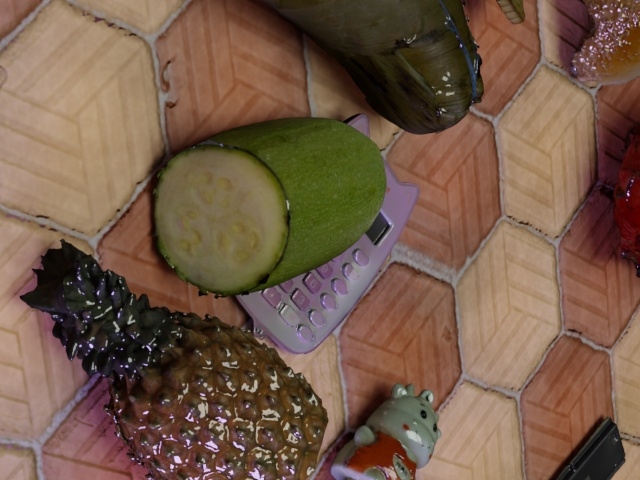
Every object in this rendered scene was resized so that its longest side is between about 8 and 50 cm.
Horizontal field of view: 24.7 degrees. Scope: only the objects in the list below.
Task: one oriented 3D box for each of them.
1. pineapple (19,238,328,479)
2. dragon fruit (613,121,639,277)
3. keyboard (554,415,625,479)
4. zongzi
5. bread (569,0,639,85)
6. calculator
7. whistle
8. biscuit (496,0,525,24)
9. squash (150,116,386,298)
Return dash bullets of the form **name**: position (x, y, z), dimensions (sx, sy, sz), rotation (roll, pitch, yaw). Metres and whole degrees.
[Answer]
- **pineapple**: position (-0.158, 0.137, 1.556), dimensions (0.362, 0.202, 0.202), rotation (49, 63, -21)
- **dragon fruit**: position (0.568, -0.056, 2.133), dimensions (0.295, 0.295, 0.302), rotation (19, 64, -43)
- **keyboard**: position (0.385, 0.367, 2.192), dimensions (0.230, 0.025, 0.094), rotation (-42, 124, -31)
- **zongzi**: position (0.038, -0.235, 1.658), dimensions (0.360, 0.160, 0.323), rotation (-39, 114, -47)
- **bread**: position (0.446, -0.374, 2.029), dimensions (0.171, 0.192, 0.314), rotation (5, 92, -45)
- **calculator**: position (-0.001, 0.000, 1.771), dimensions (0.294, 0.043, 0.194), rotation (-54, 129, -19)
- **whistle**: position (0.074, 0.284, 1.842), dimensions (0.101, 0.106, 0.253), rotation (38, 65, 4)
- **biscuit**: position (0.204, -0.396, 1.830), dimensions (0.254, 0.029, 0.172), rotation (42, 42, -58)
- **squash**: position (-0.054, -0.046, 1.683), dimensions (0.260, 0.189, 0.189), rotation (-28, 117, -63)
